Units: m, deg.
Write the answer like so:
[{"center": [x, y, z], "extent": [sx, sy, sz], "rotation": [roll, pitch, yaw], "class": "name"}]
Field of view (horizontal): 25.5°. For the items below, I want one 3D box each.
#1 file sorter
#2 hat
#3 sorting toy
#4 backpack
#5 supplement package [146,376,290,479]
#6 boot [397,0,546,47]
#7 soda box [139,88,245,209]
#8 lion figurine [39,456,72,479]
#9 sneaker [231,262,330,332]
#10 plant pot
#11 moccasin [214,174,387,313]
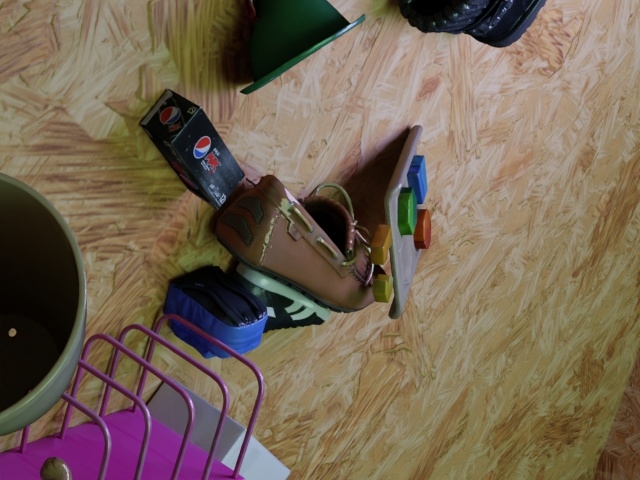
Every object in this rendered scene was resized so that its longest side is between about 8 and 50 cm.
[{"center": [-0.237, 0.221, 1.709], "extent": [0.291, 0.202, 0.182], "rotation": [-14, 126, -53], "class": "file sorter"}, {"center": [-0.062, -0.294, 1.665], "extent": [0.173, 0.183, 0.208], "rotation": [-36, -173, -25], "class": "hat"}, {"center": [0.124, -0.004, 2.061], "extent": [0.307, 0.041, 0.229], "rotation": [-67, 158, -56], "class": "sorting toy"}, {"center": [-0.130, 0.102, 1.846], "extent": [0.098, 0.120, 0.101], "rotation": [-28, 140, -45], "class": "backpack"}, {"center": [-0.180, 0.332, 1.962], "extent": [0.194, 0.149, 0.203], "rotation": [-53, 152, -11], "class": "supplement package"}, {"center": [0.260, -0.426, 1.943], "extent": [0.260, 0.131, 0.348], "rotation": [5, 114, -60], "class": "boot"}, {"center": [-0.149, -0.107, 1.677], "extent": [0.060, 0.053, 0.169], "rotation": [-53, 152, -12], "class": "soda box"}, {"center": [-0.375, 0.296, 1.437], "extent": [0.240, 0.392, 0.142], "rotation": [-75, -178, -70], "class": "lion figurine"}, {"center": [-0.080, 0.109, 1.993], "extent": [0.121, 0.079, 0.217], "rotation": [-56, 144, 3], "class": "sneaker"}, {"center": [-0.341, 0.094, 1.403], "extent": [0.256, 0.256, 0.274], "rotation": [-50, 169, -15], "class": "plant pot"}, {"center": [-0.002, -0.002, 1.955], "extent": [0.147, 0.139, 0.380], "rotation": [-51, 144, 5], "class": "moccasin"}]
